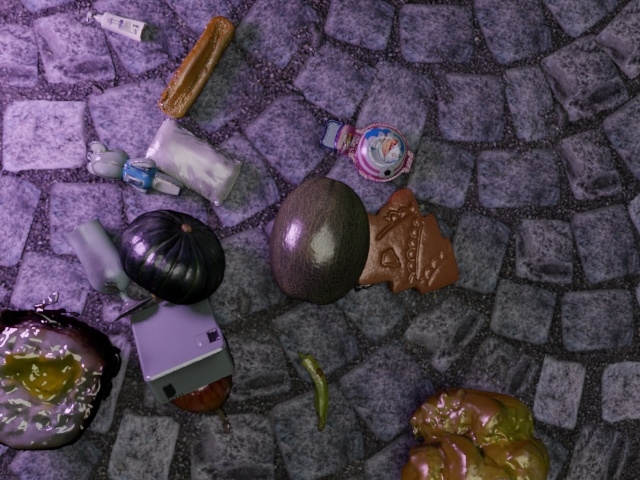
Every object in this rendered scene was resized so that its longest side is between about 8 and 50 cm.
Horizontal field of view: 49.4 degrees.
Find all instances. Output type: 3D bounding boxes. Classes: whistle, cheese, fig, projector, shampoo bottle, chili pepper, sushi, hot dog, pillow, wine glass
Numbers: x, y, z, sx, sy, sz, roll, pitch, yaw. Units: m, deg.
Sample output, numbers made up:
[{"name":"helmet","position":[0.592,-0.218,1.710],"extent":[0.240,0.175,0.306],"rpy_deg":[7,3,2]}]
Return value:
[{"name":"whistle","position":[-0.440,-0.165,1.657],"extent":[0.235,0.114,0.077],"rpy_deg":[19,45,-8]},{"name":"cheese","position":[0.123,-0.237,1.775],"extent":[0.244,0.062,0.155],"rpy_deg":[20,86,-8]},{"name":"fig","position":[-0.270,0.339,1.643],"extent":[0.202,0.148,0.149],"rpy_deg":[29,110,-41]},{"name":"projector","position":[-0.313,0.235,1.581],"extent":[0.192,0.257,0.099],"rpy_deg":[-24,124,-10]},{"name":"shampoo bottle","position":[-0.498,-0.529,1.693],"extent":[0.141,0.034,0.049],"rpy_deg":[17,91,-8]},{"name":"chili pepper","position":[-0.005,0.372,1.733],"extent":[0.049,0.043,0.208],"rpy_deg":[-16,91,-23]},{"name":"sushi","position":[-0.600,0.287,1.503],"extent":[0.299,0.294,0.281],"rpy_deg":[36,85,-5]},{"name":"hot dog","position":[-0.304,-0.425,1.707],"extent":[0.083,0.068,0.289],"rpy_deg":[36,77,-30]},{"name":"pillow","position":[-0.310,-0.193,1.701],"extent":[0.229,0.051,0.128],"rpy_deg":[32,81,-6]},{"name":"wine glass","position":[-0.500,0.067,1.629],"extent":[0.103,0.103,0.231],"rpy_deg":[-33,90,-10]}]

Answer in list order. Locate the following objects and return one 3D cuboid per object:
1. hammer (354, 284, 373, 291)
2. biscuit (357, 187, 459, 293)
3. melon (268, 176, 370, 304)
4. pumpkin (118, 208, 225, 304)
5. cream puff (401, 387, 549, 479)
[{"name":"hammer","position":[0.096,0.026,1.777],"extent":[0.078,0.021,0.201],"rpy_deg":[-19,92,-11]},{"name":"biscuit","position":[0.231,0.026,1.779],"extent":[0.306,0.043,0.284],"rpy_deg":[29,77,-12]},{"name":"melon","position":[0.000,0.000,1.652],"extent":[0.237,0.237,0.302],"rpy_deg":[12,84,-9]},{"name":"pumpkin","position":[-0.340,0.049,1.593],"extent":[0.250,0.250,0.216],"rpy_deg":[21,102,-8]},{"name":"cream puff","position":[0.344,0.494,1.654],"extent":[0.378,0.378,0.275],"rpy_deg":[-32,92,-10]}]
